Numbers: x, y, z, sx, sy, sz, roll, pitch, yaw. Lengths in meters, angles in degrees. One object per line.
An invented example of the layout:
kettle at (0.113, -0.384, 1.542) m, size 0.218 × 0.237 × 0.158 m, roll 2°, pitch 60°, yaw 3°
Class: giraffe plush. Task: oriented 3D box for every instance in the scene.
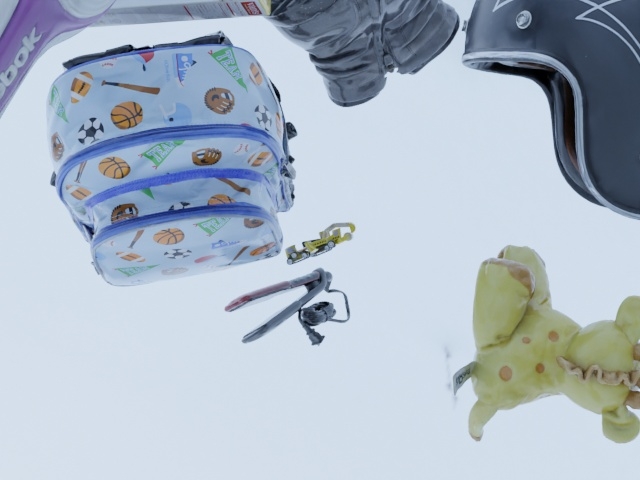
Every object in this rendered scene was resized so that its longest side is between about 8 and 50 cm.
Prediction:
giraffe plush at (0.240, 0.108, 1.114) m, size 0.170 × 0.210 × 0.181 m, roll 5°, pitch 119°, yaw 22°

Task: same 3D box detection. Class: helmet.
helmet at (0.165, -0.099, 0.588) m, size 0.169 × 0.169 × 0.162 m, roll -25°, pitch 92°, yaw 40°

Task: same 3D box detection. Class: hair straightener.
hair straightener at (-0.026, 0.088, 1.341) m, size 0.047 × 0.230 × 0.089 m, roll -30°, pitch 84°, yaw 25°

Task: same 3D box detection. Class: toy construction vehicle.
toy construction vehicle at (0.000, 0.000, 1.606) m, size 0.098 × 0.086 × 0.035 m, roll -23°, pitch 87°, yaw 11°

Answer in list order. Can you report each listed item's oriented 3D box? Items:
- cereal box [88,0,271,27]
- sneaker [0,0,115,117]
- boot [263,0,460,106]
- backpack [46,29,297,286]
cereal box at (-0.165, -0.301, 1.124) m, size 0.240 × 0.173 × 0.047 m, roll -2°, pitch 166°, yaw 12°
sneaker at (-0.179, -0.112, 0.483) m, size 0.152 × 0.305 × 0.114 m, roll 26°, pitch 161°, yaw 10°
boot at (0.105, -0.298, 1.241) m, size 0.338 × 0.118 × 0.222 m, roll -28°, pitch 146°, yaw 18°
backpack at (-0.150, -0.079, 1.126) m, size 0.276 × 0.213 × 0.263 m, roll -16°, pitch 155°, yaw -3°
